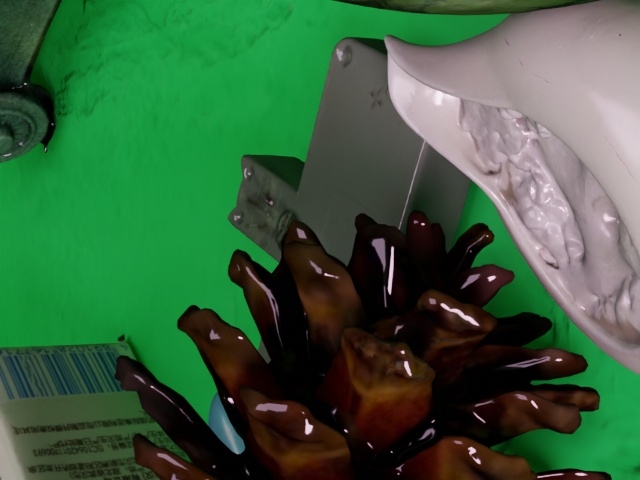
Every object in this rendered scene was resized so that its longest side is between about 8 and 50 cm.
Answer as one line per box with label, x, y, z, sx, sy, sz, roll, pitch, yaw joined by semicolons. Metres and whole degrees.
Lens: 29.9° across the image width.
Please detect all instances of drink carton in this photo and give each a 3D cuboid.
drink carton;-0.153;0.235;0.783;0.324;0.132;0.194;52;131;41

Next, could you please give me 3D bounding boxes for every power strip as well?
power strip;0.000;0.000;0.624;0.145;0.061;0.215;37;118;49

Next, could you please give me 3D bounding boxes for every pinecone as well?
pinecone;-0.006;0.121;0.480;0.246;0.246;0.292;20;87;54

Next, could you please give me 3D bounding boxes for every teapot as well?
teapot;0.116;-0.013;0.414;0.226;0.092;0.145;54;169;33

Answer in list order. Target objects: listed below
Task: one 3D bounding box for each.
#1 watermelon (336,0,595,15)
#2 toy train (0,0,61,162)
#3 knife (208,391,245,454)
watermelon;0.048;-0.227;0.323;0.363;0.363;0.363;-2;88;55
toy train;-0.291;-0.194;0.897;0.369;0.237;0.150;-52;47;41
knife;-0.015;0.161;0.670;0.222;0.031;0.064;53;135;46
